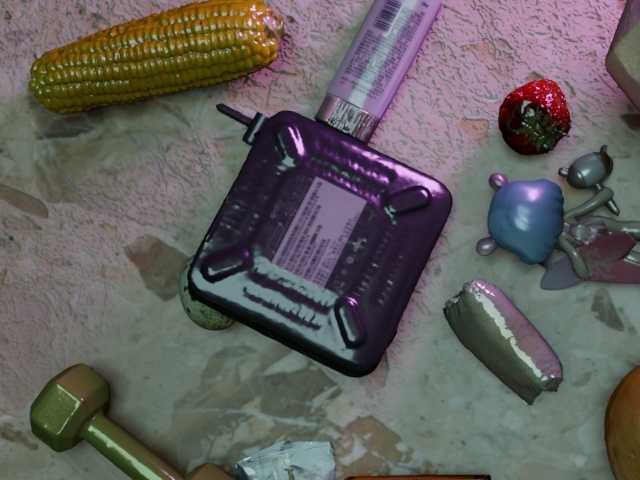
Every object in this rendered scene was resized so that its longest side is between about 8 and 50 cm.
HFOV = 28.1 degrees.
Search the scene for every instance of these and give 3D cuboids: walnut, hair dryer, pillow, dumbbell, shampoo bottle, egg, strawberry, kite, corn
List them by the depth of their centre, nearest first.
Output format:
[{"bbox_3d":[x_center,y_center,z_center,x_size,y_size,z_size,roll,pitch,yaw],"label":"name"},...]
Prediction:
[{"bbox_3d":[0.453,0.252,1.574,0.193,0.193,0.225,-23,85,5],"label":"walnut"},{"bbox_3d":[0.239,0.132,1.643,0.078,0.134,0.181,-39,80,-9],"label":"pillow"},{"bbox_3d":[0.284,-0.165,1.689,0.106,0.106,0.106,-1,84,8],"label":"strawberry"},{"bbox_3d":[-0.250,0.290,1.707,0.302,0.121,0.108,36,61,10],"label":"dumbbell"},{"bbox_3d":[-0.029,0.390,1.711,0.141,0.015,0.245,-14,81,9],"label":"kite"},{"bbox_3d":[-0.149,0.069,1.727,0.085,0.085,0.110,-30,69,4],"label":"egg"},{"bbox_3d":[0.079,-0.246,1.740,0.086,0.056,0.227,27,88,11],"label":"shampoo bottle"},{"bbox_3d":[-0.224,-0.254,1.754,0.363,0.120,0.120,-12,82,7],"label":"corn"},{"bbox_3d":[-0.112,-0.167,1.777,0.083,0.026,0.047,31,88,14],"label":"hair dryer"}]

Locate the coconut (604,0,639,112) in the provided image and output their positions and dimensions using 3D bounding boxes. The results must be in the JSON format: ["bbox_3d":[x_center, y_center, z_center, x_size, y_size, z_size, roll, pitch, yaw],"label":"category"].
[{"bbox_3d":[0.512,-0.242,1.564,0.297,0.297,0.309,-36,83,3],"label":"coconut"}]

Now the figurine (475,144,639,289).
[{"bbox_3d":[0.343,-0.031,1.657,0.260,0.103,0.205,14,88,0],"label":"figurine"}]

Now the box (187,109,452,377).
[{"bbox_3d":[0.000,0.000,1.683,0.289,0.073,0.290,27,74,3],"label":"box"}]

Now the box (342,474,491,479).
[{"bbox_3d":[0.127,0.456,1.645,0.193,0.084,0.301,-3,84,11],"label":"box"}]
